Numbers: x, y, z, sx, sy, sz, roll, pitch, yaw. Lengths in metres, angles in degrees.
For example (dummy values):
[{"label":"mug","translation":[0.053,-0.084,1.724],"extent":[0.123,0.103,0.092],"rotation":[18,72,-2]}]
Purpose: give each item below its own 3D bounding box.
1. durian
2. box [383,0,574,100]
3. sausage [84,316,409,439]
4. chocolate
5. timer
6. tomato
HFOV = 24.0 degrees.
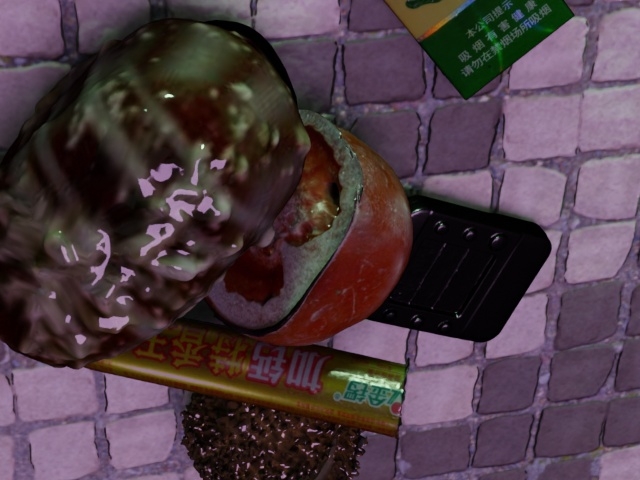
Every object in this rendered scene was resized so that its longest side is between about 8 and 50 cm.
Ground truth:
[{"label":"durian","translation":[-0.041,0.197,1.557],"extent":[0.196,0.167,0.196],"rotation":[-29,142,-26]},{"label":"box","translation":[0.117,-0.244,1.356],"extent":[0.132,0.034,0.235],"rotation":[-37,126,10]},{"label":"sausage","translation":[-0.097,0.115,1.456],"extent":[0.371,0.082,0.082],"rotation":[11,123,6]},{"label":"chocolate","translation":[-0.165,-0.028,1.275],"extent":[0.340,0.210,0.225],"rotation":[-40,103,17]},{"label":"timer","translation":[0.129,0.027,1.541],"extent":[0.187,0.055,0.144],"rotation":[13,121,-29]},{"label":"tomato","translation":[0.000,0.000,1.425],"extent":[0.155,0.181,0.214],"rotation":[21,118,-45]}]
